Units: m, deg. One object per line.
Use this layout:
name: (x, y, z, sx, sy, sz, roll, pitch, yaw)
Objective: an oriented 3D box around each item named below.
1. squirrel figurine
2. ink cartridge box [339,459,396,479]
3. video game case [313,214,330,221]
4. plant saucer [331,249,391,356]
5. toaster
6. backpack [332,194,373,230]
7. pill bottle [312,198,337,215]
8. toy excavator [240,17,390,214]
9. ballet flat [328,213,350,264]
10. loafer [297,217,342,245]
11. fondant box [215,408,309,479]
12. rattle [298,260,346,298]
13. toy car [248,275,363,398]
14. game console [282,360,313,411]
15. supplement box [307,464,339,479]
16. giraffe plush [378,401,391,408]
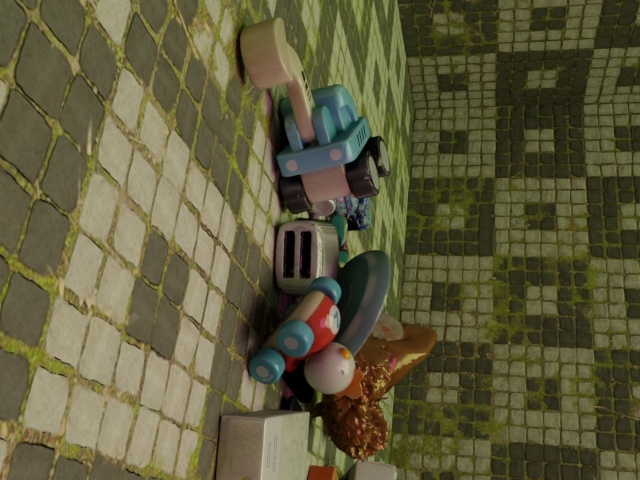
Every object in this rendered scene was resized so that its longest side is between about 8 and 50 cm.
squirrel figurine: (0.087, 0.385, 1.822, 0.370, 0.281, 0.397, -66, 175, 28)
ink cartridge box: (0.132, 0.837, 2.183, 0.307, 0.129, 0.223, 107, -5, -59)
video game case: (0.009, 0.044, 2.037, 0.206, 0.026, 0.227, 22, 68, -75)
plant saucer: (0.061, 0.158, 1.677, 0.317, 0.043, 0.317, -54, -162, 27)
toaster: (-0.032, 0.035, 1.656, 0.146, 0.129, 0.227, 10, 83, -74)
backpack: (0.091, -0.131, 2.171, 0.173, 0.117, 0.158, 73, 22, -45)
pill bottle: (0.013, -0.141, 1.925, 0.078, 0.078, 0.137, 75, 21, -48)
toy excavator: (-0.028, -0.285, 1.583, 0.433, 0.222, 0.445, -59, 133, -64)
ballet flat: (0.050, 0.028, 2.013, 0.067, 0.073, 0.206, 98, -2, -84)
loafer: (0.000, 0.000, 1.851, 0.220, 0.080, 0.078, 39, 61, -59)
fondant box: (-0.113, 0.473, 1.423, 0.330, 0.096, 0.238, 38, 55, -72)
rattle: (0.033, 0.123, 1.875, 0.199, 0.130, 0.143, 40, 41, -55)
toy car: (0.011, 0.243, 1.499, 0.210, 0.238, 0.219, -47, -176, 33)
game console: (-0.071, 0.402, 1.702, 0.213, 0.044, 0.361, 69, 25, -53)
supplement box: (0.017, 0.742, 2.006, 0.080, 0.078, 0.233, -75, 160, -45)
giraffe plush: (0.086, 0.530, 2.140, 0.170, 0.210, 0.181, -60, 163, 0)
